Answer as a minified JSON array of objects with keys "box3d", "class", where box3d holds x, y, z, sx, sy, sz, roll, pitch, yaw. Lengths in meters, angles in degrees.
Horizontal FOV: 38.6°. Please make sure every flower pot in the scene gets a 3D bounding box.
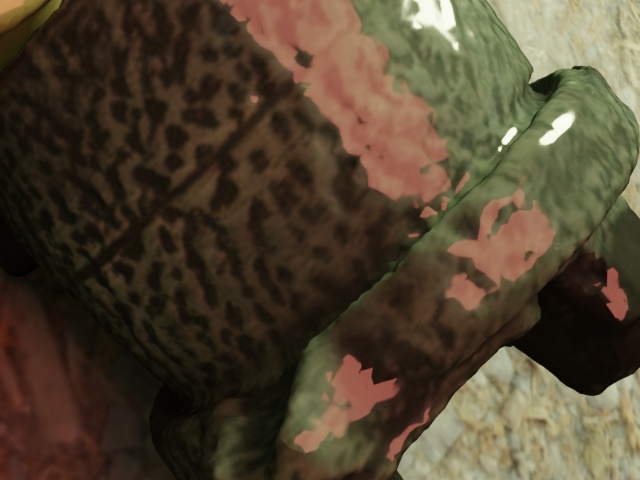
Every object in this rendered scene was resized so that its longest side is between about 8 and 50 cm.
[{"box3d":[0.000,0.000,0.441,0.283,0.299,0.299,49,53,-7],"class":"flower pot"}]

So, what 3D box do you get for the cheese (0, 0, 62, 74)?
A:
[{"box3d":[-0.310,-0.065,0.300,0.383,0.104,0.384,2,84,-18],"class":"cheese"}]
